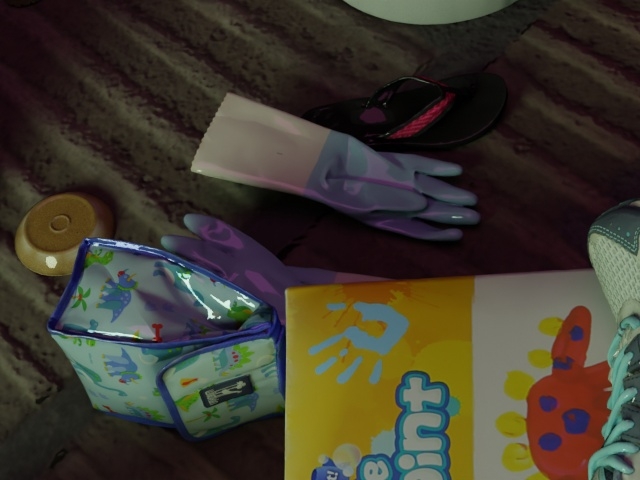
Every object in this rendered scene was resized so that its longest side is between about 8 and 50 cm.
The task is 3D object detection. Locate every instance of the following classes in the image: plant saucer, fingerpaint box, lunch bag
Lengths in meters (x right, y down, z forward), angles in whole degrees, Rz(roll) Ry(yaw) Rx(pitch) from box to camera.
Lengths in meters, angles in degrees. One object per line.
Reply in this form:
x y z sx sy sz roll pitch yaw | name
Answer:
-0.209 -0.010 0.970 0.084 0.015 0.083 -4 56 5 | plant saucer
0.166 0.238 0.661 0.371 0.163 0.444 -4 53 4 | fingerpaint box
-0.094 0.075 0.828 0.151 0.128 0.096 8 59 11 | lunch bag

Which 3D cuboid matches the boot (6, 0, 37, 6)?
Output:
-0.302 -0.306 1.142 0.059 0.084 0.158 -21 54 -5 | boot

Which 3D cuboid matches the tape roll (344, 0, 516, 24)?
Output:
0.099 -0.337 1.057 0.246 0.169 0.246 -3 56 5 | tape roll

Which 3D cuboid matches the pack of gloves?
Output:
0.000 0.000 0.930 0.232 0.046 0.195 18 58 8 | pack of gloves

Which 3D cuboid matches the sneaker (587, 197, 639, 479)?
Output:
0.180 0.098 0.594 0.122 0.110 0.283 -17 53 -2 | sneaker

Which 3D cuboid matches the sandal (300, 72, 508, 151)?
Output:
0.068 -0.106 0.982 0.179 0.040 0.067 -11 55 0 | sandal
